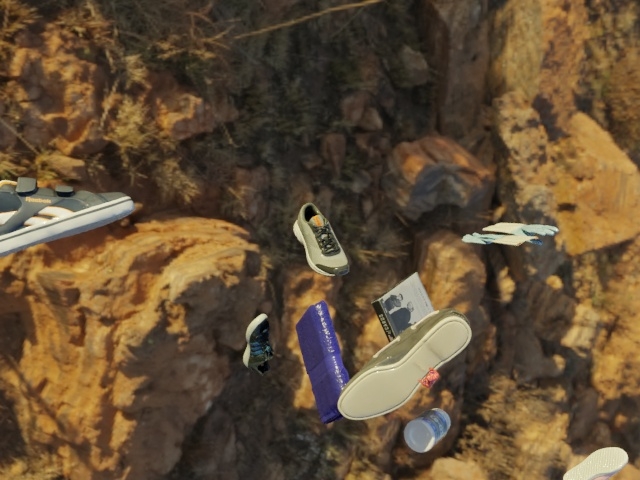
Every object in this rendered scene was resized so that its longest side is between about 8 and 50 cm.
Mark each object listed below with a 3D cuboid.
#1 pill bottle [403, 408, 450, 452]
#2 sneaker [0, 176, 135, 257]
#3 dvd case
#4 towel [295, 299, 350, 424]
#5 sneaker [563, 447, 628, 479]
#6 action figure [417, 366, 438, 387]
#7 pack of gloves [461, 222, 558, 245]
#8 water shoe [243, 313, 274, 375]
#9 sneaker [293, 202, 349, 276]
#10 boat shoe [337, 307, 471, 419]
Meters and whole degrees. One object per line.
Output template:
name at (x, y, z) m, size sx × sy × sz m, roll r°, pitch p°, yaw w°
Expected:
pill bottle at (0.261, 0.454, 1.639) m, size 0.137 × 0.078 × 0.078 m, roll -5°, pitch 101°, yaw -61°
sneaker at (-0.495, -0.056, 1.189) m, size 0.321 × 0.126 × 0.128 m, roll -19°, pitch 91°, yaw -25°
dvd case at (0.220, 0.192, 1.667) m, size 0.238 × 0.029 × 0.179 m, roll -25°, pitch 91°, yaw -58°
towel at (0.021, 0.344, 1.907) m, size 0.076 × 0.228 × 0.308 m, roll -9°, pitch 68°, yaw -22°
sneaker at (0.555, 0.466, 1.359) m, size 0.134 × 0.051 × 0.070 m, roll -33°, pitch 129°, yaw 8°
action figure at (0.208, 0.263, 1.298) m, size 0.038 × 0.030 × 0.115 m, roll -48°, pitch 169°, yaw -3°
pack of gloves at (0.519, -0.002, 1.863) m, size 0.195 × 0.232 × 0.046 m, roll -17°, pitch 102°, yaw -30°
water shoe at (-0.153, 0.279, 1.816) m, size 0.073 × 0.080 × 0.203 m, roll -37°, pitch 151°, yaw -40°
sneaker at (-0.001, 0.000, 1.942) m, size 0.100 × 0.271 × 0.108 m, roll -14°, pitch 138°, yaw -24°
boat shoe at (0.180, 0.266, 1.462) m, size 0.112 × 0.335 × 0.095 m, roll 50°, pitch 9°, yaw -10°
